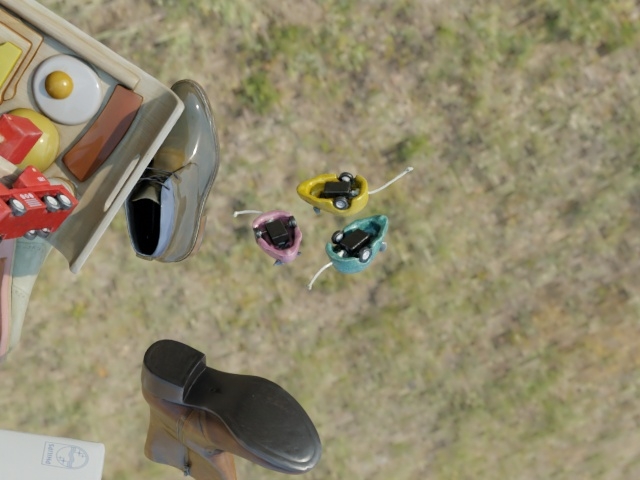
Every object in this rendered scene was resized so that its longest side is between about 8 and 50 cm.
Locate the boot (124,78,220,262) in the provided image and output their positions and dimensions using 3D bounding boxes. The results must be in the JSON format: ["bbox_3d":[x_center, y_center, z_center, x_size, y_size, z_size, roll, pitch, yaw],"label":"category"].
[{"bbox_3d":[-0.172,-0.077,1.600,0.082,0.219,0.106,6,-171,17],"label":"boot"}]

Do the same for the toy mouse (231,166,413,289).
[{"bbox_3d":[0.000,0.000,1.175,0.161,0.143,0.031,-4,133,8],"label":"toy mouse"}]

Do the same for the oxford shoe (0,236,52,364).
[{"bbox_3d":[-0.409,0.023,1.854,0.146,0.140,0.397,-29,155,-35],"label":"oxford shoe"}]

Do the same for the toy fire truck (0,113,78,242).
[{"bbox_3d":[-0.311,-0.063,1.352,0.047,0.135,0.192,-48,169,17],"label":"toy fire truck"}]

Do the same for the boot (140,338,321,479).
[{"bbox_3d":[-0.124,0.277,1.786,0.264,0.096,0.280,23,144,12],"label":"boot"}]

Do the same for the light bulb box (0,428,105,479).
[{"bbox_3d":[-0.381,0.330,1.082,0.361,0.225,0.358,10,125,-10],"label":"light bulb box"}]

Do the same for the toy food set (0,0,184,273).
[{"bbox_3d":[-0.327,-0.135,1.449,0.219,0.306,0.092,-56,-176,10],"label":"toy food set"}]
